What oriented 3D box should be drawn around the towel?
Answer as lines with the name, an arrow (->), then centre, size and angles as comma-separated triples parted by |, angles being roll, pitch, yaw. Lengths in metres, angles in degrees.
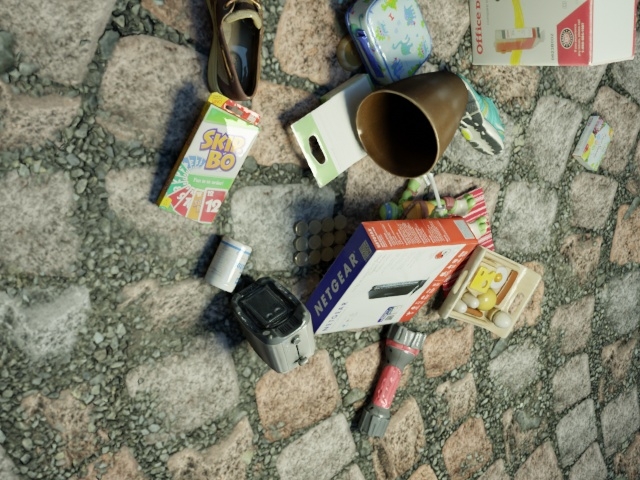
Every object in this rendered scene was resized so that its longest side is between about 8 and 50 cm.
towel -> 0.396, 0.009, 1.875 | 0.199, 0.031, 0.275 | -26, 113, -24

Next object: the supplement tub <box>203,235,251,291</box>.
supplement tub -> -0.201, 0.051, 1.466 | 0.071, 0.071, 0.107 | 25, 88, -35

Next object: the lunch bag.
lunch bag -> 0.155, -0.473, 1.542 | 0.176, 0.090, 0.219 | -51, 131, -21

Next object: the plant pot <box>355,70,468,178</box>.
plant pot -> 0.234, -0.290, 1.529 | 0.230, 0.215, 0.215 | -41, 122, -34

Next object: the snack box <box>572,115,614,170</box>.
snack box -> 0.846, -0.301, 2.088 | 0.100, 0.037, 0.141 | 28, 86, -36

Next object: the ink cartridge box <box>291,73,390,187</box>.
ink cartridge box -> 0.044, -0.256, 1.560 | 0.235, 0.056, 0.171 | -36, 119, -18

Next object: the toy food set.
toy food set -> 0.483, 0.153, 1.895 | 0.306, 0.092, 0.219 | 21, 101, -42

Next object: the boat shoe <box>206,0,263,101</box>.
boat shoe -> -0.158, -0.446, 1.335 | 0.123, 0.123, 0.342 | -3, 104, -33

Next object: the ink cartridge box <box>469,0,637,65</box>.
ink cartridge box -> 0.539, -0.565, 1.609 | 0.160, 0.385, 0.279 | -17, 111, -26

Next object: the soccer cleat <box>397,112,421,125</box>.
soccer cleat -> 0.243, -0.285, 1.678 | 0.196, 0.068, 0.076 | -13, 111, -33

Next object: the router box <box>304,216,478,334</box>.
router box -> 0.159, 0.085, 1.592 | 0.301, 0.082, 0.335 | -4, 144, -32

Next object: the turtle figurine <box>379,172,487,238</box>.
turtle figurine -> 0.295, -0.106, 1.671 | 0.266, 0.198, 0.274 | 9, 100, -27

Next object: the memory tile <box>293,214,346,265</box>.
memory tile -> 0.000, 0.000, 1.622 | 0.148, 0.012, 0.113 | -10, 107, -32

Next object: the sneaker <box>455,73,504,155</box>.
sneaker -> 0.402, -0.339, 1.767 | 0.275, 0.107, 0.110 | 43, 58, -38

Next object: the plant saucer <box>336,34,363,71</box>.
plant saucer -> 0.075, -0.434, 1.559 | 0.083, 0.015, 0.083 | -9, 107, -31

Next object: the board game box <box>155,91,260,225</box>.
board game box -> -0.225, -0.164, 1.385 | 0.124, 0.039, 0.259 | 22, 100, -36

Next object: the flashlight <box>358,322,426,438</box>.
flashlight -> 0.184, 0.370, 1.782 | 0.103, 0.103, 0.304 | 21, 90, -36

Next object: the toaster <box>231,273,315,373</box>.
toaster -> -0.106, 0.187, 1.494 | 0.129, 0.227, 0.146 | -33, 135, -22
